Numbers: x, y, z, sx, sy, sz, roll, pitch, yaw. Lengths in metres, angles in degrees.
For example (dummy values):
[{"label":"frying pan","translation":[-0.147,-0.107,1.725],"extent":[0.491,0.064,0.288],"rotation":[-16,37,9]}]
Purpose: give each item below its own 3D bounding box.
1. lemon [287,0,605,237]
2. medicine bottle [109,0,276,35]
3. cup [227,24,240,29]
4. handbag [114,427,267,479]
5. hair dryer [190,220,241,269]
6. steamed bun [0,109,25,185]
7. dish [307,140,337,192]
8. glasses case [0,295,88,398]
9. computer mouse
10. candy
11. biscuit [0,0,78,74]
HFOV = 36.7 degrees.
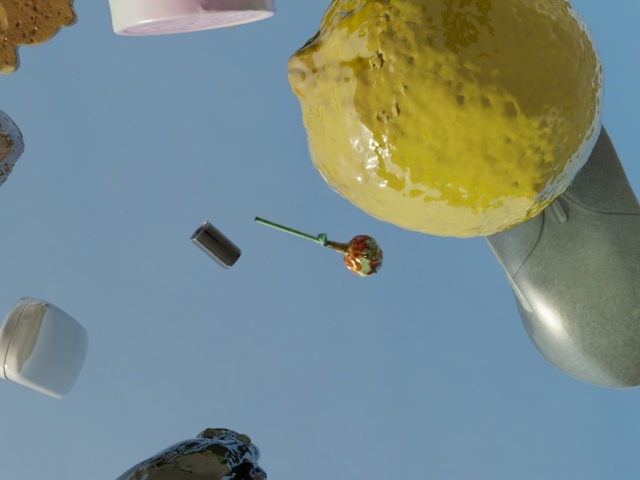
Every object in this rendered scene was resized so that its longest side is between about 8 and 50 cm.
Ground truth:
[{"label":"lemon","translation":[0.089,-0.097,0.654],"extent":[0.231,0.192,0.192],"rotation":[10,-104,-19]},{"label":"medicine bottle","translation":[-0.175,-0.427,1.180],"extent":[0.212,0.212,0.326],"rotation":[-13,-81,-30]},{"label":"cup","translation":[-0.122,-0.428,1.630],"extent":[0.141,0.120,0.120],"rotation":[-41,-75,15]},{"label":"handbag","translation":[-0.055,0.115,0.448],"extent":[0.072,0.111,0.047],"rotation":[-34,-103,11]},{"label":"hair dryer","translation":[-0.108,0.001,0.947],"extent":[0.047,0.083,0.026],"rotation":[43,-95,-18]},{"label":"steamed bun","translation":[-0.478,-0.108,1.336],"extent":[0.106,0.145,0.175],"rotation":[37,-155,-27]},{"label":"dish","translation":[0.059,-0.135,1.438],"extent":[0.078,0.246,0.224],"rotation":[-38,-78,-43]},{"label":"glasses case","translation":[-0.305,0.122,1.070],"extent":[0.059,0.233,0.092],"rotation":[15,-103,4]},{"label":"computer mouse","translation":[0.225,-0.032,0.938],"extent":[0.167,0.090,0.379],"rotation":[-31,-101,9]},{"label":"candy","translation":[0.000,0.000,1.239],"extent":[0.184,0.049,0.056],"rotation":[19,-121,-21]},{"label":"biscuit","translation":[-0.464,-0.328,1.394],"extent":[0.225,0.036,0.166],"rotation":[-28,-78,0]}]
